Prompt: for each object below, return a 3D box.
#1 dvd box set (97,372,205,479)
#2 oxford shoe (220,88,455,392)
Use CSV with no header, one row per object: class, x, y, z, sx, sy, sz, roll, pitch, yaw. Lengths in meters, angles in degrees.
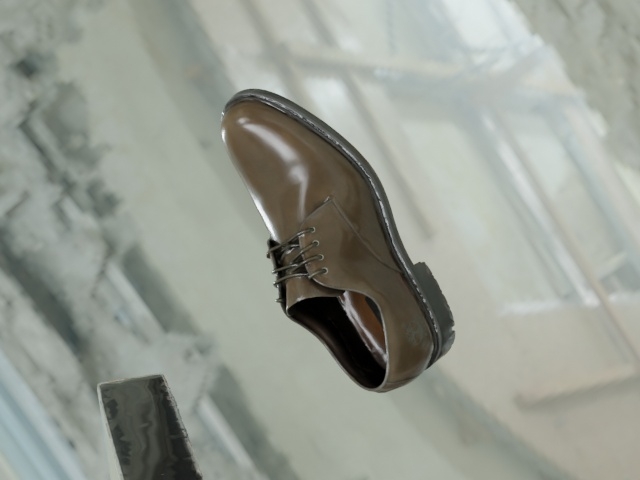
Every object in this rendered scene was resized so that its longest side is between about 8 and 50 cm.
dvd box set,-0.104,0.347,1.348,0.307,0.062,0.420,-132,35,-73
oxford shoe,0.000,0.000,1.162,0.227,0.083,0.096,54,-140,0
